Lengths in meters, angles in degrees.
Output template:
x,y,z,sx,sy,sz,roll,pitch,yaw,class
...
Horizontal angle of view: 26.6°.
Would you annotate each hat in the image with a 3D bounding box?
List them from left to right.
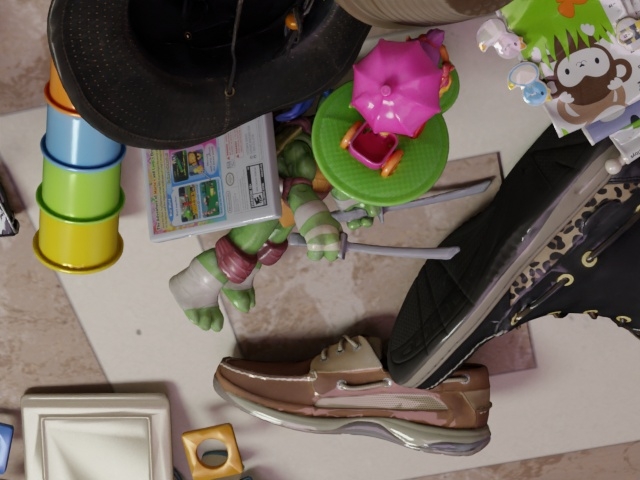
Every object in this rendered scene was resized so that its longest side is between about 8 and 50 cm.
x,y,z,sx,sy,sz,roll,pitch,yaw,class
-0.094,-0.239,1.158,0.331,0.134,0.331,-23,143,-19,hat

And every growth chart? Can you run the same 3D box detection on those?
x,y,z,sx,sy,sz,roll,pitch,yaw,class
0.257,-0.178,1.255,0.172,0.021,0.237,-40,103,7,growth chart

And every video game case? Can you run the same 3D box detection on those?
x,y,z,sx,sy,sz,roll,pitch,yaw,class
-0.108,-0.086,1.287,0.143,0.157,0.019,-11,170,27,video game case

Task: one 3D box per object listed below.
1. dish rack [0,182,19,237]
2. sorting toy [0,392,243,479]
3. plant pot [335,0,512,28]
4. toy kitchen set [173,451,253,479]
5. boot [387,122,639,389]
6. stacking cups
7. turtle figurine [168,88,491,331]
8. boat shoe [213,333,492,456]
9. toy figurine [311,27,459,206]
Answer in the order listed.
x,y,z,sx,sy,sz,roll,pitch,yaw,class
-0.412,0.020,1.301,0.208,0.271,0.074,-7,119,-2,dish rack
-0.264,0.271,1.638,0.347,0.047,0.196,0,104,4,sorting toy
0.116,-0.263,1.114,0.237,0.110,0.237,-23,139,-22,plant pot
-0.133,0.371,1.740,0.166,0.122,0.207,-25,107,19,toy kitchen set
0.275,0.058,1.442,0.284,0.138,0.377,27,113,-24,boot
-0.235,-0.115,1.308,0.096,0.096,0.316,3,129,-5,stacking cups
0.000,0.000,1.342,0.274,0.198,0.266,34,117,-24,turtle figurine
0.041,0.162,1.557,0.324,0.123,0.116,9,97,-1,boat shoe
0.077,-0.132,1.191,0.130,0.173,0.159,36,162,5,toy figurine
